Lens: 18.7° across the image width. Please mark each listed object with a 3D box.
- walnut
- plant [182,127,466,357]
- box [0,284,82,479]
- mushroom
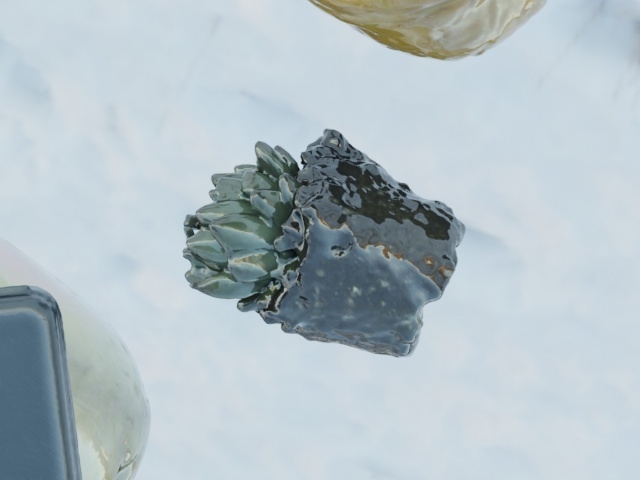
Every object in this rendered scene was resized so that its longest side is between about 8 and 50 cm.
[{"bbox_3d":[0.050,-0.210,1.149,0.193,0.193,0.226,46,-179,-39],"label":"walnut"},{"bbox_3d":[0.000,0.000,1.415,0.194,0.129,0.132,21,122,-5],"label":"plant"},{"bbox_3d":[-0.262,0.111,1.163,0.230,0.160,0.050,-6,-166,-3],"label":"box"},{"bbox_3d":[-0.319,0.109,1.682,0.356,0.315,0.315,3,149,15],"label":"mushroom"}]
